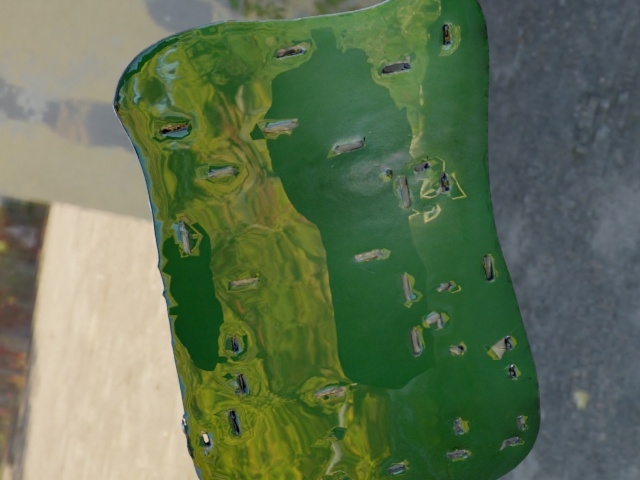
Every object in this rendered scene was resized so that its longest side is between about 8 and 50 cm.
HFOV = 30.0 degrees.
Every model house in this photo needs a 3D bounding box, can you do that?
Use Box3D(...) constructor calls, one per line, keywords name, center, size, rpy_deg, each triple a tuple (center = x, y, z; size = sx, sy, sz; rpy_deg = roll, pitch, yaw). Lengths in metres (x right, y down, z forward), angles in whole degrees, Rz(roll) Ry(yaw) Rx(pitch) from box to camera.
Box3D(name="model house", center=(0.000, 0.000, 0.404), size=(0.088, 0.117, 0.167), rpy_deg=(-117, 14, -72))
